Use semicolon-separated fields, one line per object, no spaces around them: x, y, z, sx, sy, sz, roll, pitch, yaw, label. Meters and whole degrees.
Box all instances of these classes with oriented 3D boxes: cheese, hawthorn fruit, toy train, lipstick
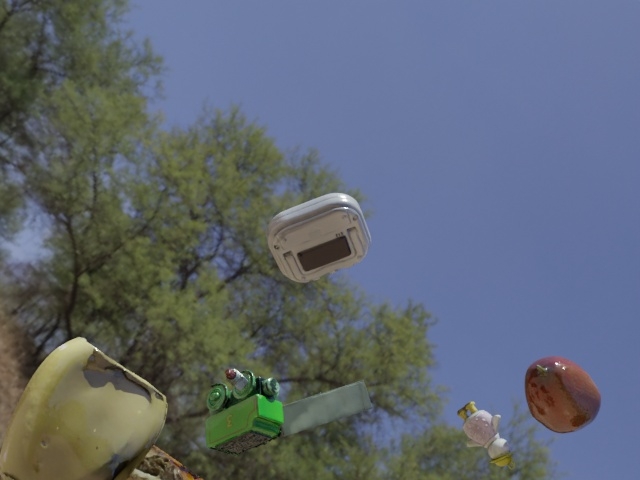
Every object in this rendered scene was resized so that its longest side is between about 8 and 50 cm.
-0.448;0.364;1.413;0.260;0.315;0.128;32;-30;-7;cheese
0.613;0.383;1.997;0.199;0.199;0.251;8;-32;46;hawthorn fruit
-0.213;0.476;2.120;0.243;0.188;0.132;-31;-41;27;toy train
-0.181;0.285;1.600;0.030;0.030;0.129;38;-13;16;lipstick

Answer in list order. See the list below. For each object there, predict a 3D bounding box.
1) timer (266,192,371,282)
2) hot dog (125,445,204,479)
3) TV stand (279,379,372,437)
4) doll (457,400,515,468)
0.000;-0.001;2.016;0.087;0.262;0.237;-108;176;-48;timer
-0.334;0.568;1.644;0.367;0.196;0.365;22;-19;39;hot dog
0.003;0.481;2.193;0.083;0.270;0.088;133;-58;-68;TV stand
0.451;0.528;2.062;0.129;0.081;0.207;-50;-119;20;doll
